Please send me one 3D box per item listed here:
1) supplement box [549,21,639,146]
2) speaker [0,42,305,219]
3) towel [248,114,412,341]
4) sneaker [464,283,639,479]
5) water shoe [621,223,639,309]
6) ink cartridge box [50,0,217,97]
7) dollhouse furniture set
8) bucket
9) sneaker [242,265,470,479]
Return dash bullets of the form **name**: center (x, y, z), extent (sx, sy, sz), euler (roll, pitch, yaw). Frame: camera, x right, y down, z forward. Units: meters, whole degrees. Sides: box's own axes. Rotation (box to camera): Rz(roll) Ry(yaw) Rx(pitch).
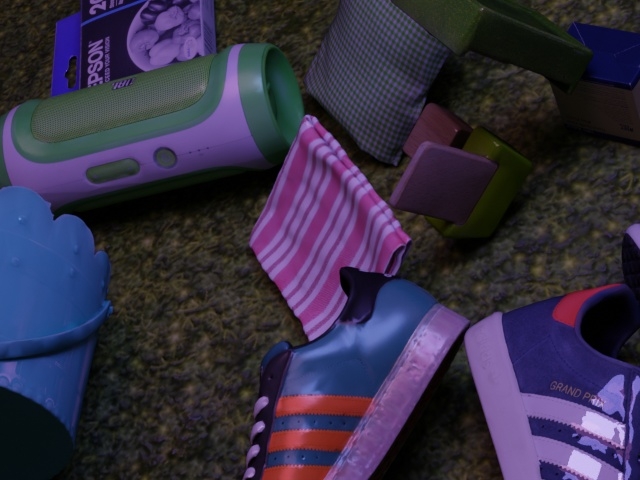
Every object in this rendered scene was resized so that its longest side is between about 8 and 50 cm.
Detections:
- **supplement box**: center (0.249, -0.134, 1.164), extent (0.083, 0.083, 0.056), euler (18, 63, 36)
- **speaker**: center (-0.170, -0.104, 1.323), extent (0.296, 0.131, 0.131), euler (-13, 50, 17)
- **towel**: center (0.000, 0.000, 1.161), extent (0.197, 0.029, 0.144), euler (55, 129, 43)
- **sneaker**: center (0.208, 0.165, 0.916), extent (0.148, 0.131, 0.350), euler (-25, 47, 13)
- **water shoe**: center (0.301, 0.060, 1.008), extent (0.080, 0.073, 0.203), euler (-20, 52, -14)
- **ink cartridge box**: center (-0.216, -0.221, 1.493), extent (0.208, 0.045, 0.206), euler (-19, 49, 14)
- **dollhouse furniture set**: center (0.056, -0.163, 1.182), extent (0.301, 0.151, 0.197), euler (47, 117, 42)
- **bucket**: center (-0.323, 0.090, 1.160), extent (0.281, 0.281, 0.183), euler (-14, 53, 16)
- **sneaker**: center (-0.013, 0.154, 1.024), extent (0.121, 0.108, 0.302), euler (31, 71, 14)
